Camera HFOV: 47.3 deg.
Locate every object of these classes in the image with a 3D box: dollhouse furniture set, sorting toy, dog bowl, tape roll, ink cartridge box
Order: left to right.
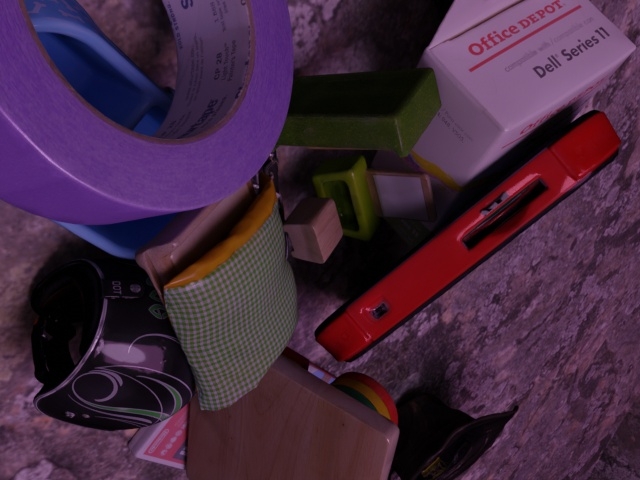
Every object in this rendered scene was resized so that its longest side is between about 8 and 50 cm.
[{"bbox_3d":[-0.195,-0.085,0.612,0.166,0.074,0.297,-51,141,-2],"label":"dog bowl"},{"bbox_3d":[-0.140,-0.151,0.494,0.275,0.090,0.275,9,79,-49],"label":"tape roll"},{"bbox_3d":[-0.028,0.233,0.851,0.089,0.255,0.257,-31,140,-48],"label":"sorting toy"},{"bbox_3d":[0.000,0.000,0.672,0.301,0.151,0.197,-54,139,-41],"label":"dollhouse furniture set"},{"bbox_3d":[0.191,-0.145,0.800,0.207,0.119,0.353,-33,165,-23],"label":"ink cartridge box"}]

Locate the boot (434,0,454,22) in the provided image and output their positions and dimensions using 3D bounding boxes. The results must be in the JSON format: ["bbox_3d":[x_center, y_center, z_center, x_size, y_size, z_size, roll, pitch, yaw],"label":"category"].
[{"bbox_3d":[0.184,-0.268,0.849,0.099,0.045,0.121,-29,111,-26],"label":"boot"}]

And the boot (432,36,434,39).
[{"bbox_3d":[0.195,-0.247,0.910,0.114,0.037,0.106,-45,139,-16],"label":"boot"}]

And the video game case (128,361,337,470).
[{"bbox_3d":[-0.099,0.232,0.991,0.204,0.025,0.285,-51,142,-2],"label":"video game case"}]

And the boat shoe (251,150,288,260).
[{"bbox_3d":[-0.067,-0.054,0.762,0.084,0.079,0.233,-22,131,-31],"label":"boat shoe"}]

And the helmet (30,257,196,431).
[{"bbox_3d":[-0.182,0.100,0.694,0.161,0.169,0.169,29,97,-46],"label":"helmet"}]

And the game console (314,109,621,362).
[{"bbox_3d":[0.178,-0.004,0.884,0.386,0.060,0.342,-39,174,14],"label":"game console"}]

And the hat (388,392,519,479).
[{"bbox_3d":[0.195,0.347,1.289,0.331,0.134,0.331,-28,151,-17],"label":"hat"}]
